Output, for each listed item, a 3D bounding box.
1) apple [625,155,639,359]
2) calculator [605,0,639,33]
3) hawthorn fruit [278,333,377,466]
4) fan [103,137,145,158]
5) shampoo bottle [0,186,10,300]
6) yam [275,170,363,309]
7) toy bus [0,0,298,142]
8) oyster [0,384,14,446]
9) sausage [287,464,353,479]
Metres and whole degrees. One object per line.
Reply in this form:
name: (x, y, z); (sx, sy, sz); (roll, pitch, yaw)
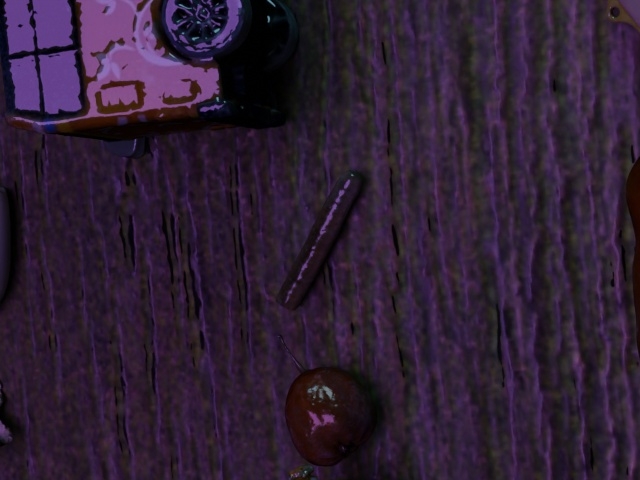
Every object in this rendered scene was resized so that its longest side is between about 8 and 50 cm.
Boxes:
apple: (0.332, 0.021, 1.051); (0.288, 0.316, 0.288); (-23, 62, 51)
calculator: (0.273, -0.219, 1.214); (0.236, 0.033, 0.157); (-41, 76, 27)
hawthorn fruit: (-0.004, 0.113, 1.373); (0.067, 0.066, 0.103); (-48, 60, 23)
fan: (-0.134, -0.157, 1.445); (0.038, 0.016, 0.193); (20, 103, 28)
shampoo bottle: (-0.284, 0.031, 1.523); (0.077, 0.045, 0.152); (1, 92, 26)
yam: (0.000, 0.000, 1.382); (0.021, 0.021, 0.116); (35, 108, 22)
toy bus: (-0.135, -0.234, 1.341); (0.194, 0.162, 0.324); (-7, 89, 14)
oyster: (-0.343, 0.162, 1.534); (0.199, 0.106, 0.061); (-2, 137, 14)
sausage: (0.064, 0.312, 1.312); (0.123, 0.123, 0.347); (-37, 76, 25)
